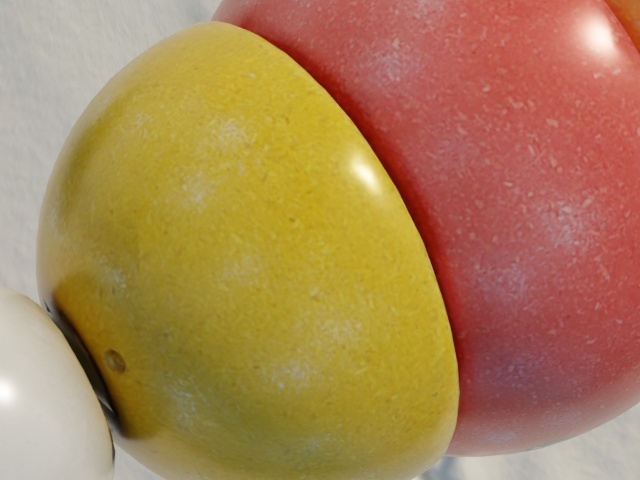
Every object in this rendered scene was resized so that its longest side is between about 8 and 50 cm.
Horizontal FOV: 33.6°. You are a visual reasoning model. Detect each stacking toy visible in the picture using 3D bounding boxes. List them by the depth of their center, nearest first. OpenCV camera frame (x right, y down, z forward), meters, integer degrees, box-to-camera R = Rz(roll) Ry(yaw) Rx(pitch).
[{"bbox_3d":[0.000,0.000,0.467,0.480,0.350,0.351,-28,116,-23],"label":"stacking toy"}]
